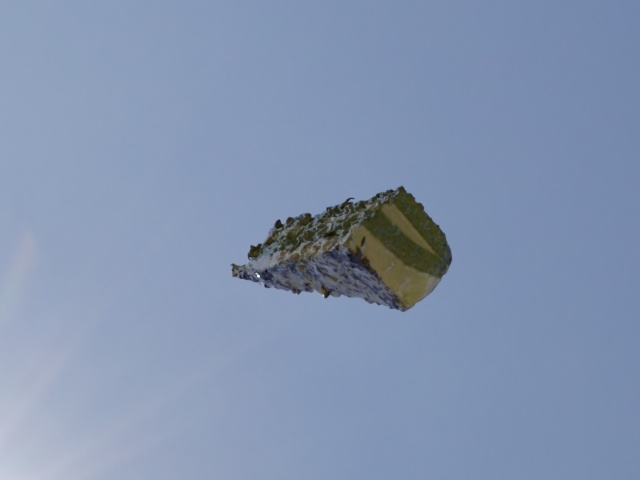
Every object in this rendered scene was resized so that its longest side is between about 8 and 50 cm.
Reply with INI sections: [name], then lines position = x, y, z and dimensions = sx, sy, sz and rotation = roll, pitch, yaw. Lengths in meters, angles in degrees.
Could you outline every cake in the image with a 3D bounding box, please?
[cake]
position = 0.000, 0.000, 0.885
dimensions = 0.140, 0.055, 0.051
rotation = 6, -131, 47
